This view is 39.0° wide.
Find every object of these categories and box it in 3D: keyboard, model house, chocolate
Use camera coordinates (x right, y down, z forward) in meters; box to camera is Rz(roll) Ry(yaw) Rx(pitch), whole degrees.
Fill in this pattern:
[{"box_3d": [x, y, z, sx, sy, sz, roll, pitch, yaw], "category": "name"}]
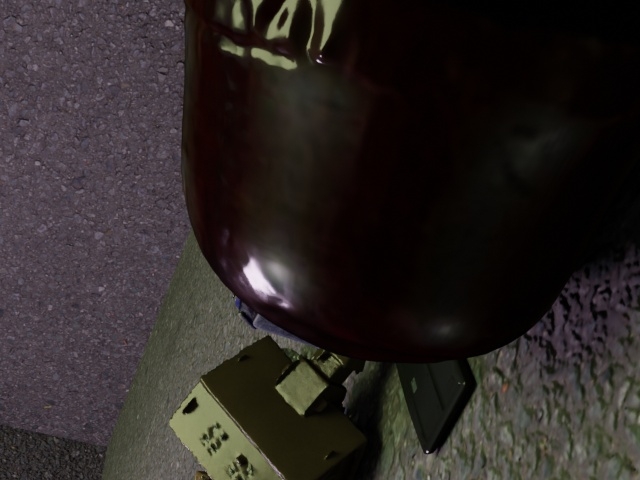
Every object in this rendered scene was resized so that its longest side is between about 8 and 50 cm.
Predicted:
[{"box_3d": [0.103, 0.121, 0.886, 0.381, 0.041, 0.103, -89, 20, -63], "category": "keyboard"}, {"box_3d": [-0.007, 0.182, 1.027, 0.248, 0.176, 0.181, -50, 60, 7], "category": "model house"}, {"box_3d": [0.078, -0.078, 0.668, 0.383, 0.383, 0.331, -105, 18, -63], "category": "chocolate"}]

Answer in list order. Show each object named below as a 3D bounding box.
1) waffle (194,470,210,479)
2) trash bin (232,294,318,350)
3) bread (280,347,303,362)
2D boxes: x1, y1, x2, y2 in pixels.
[{"box_3d": [-0.234, 0.506, 1.710, 0.092, 0.021, 0.135, 153, 130, -72], "category": "waffle"}, {"box_3d": [0.000, 0.000, 1.149, 0.184, 0.162, 0.234, 121, 167, -55], "category": "trash bin"}, {"box_3d": [-0.072, 0.233, 1.321, 0.094, 0.083, 0.157, 123, 160, -81], "category": "bread"}]
